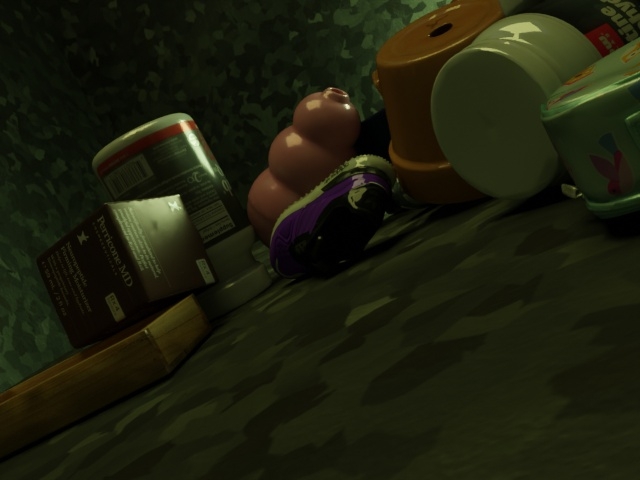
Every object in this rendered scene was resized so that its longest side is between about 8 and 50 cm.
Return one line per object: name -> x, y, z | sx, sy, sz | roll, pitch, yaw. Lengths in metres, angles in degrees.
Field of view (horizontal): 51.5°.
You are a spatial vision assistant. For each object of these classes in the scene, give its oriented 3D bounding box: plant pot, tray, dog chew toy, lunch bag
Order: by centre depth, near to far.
lunch bag -> 0.299, -0.115, 0.481 | 0.279, 0.108, 0.224 | -27, 8, 23
plant pot -> 0.210, -0.219, 0.970 | 0.291, 0.203, 0.291 | -24, 29, 14
tray -> -0.374, 0.221, 0.978 | 0.411, 0.076, 0.203 | -27, 5, 10
dog chew toy -> -0.018, -0.133, 1.291 | 0.206, 0.206, 0.332 | -37, -29, -62

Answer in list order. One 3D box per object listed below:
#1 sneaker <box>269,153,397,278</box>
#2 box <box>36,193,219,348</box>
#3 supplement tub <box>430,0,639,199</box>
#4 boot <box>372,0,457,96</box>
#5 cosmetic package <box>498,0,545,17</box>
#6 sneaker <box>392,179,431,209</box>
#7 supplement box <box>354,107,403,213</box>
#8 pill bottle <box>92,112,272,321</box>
sneaker -> -0.001, -0.001, 1.027 | 0.293, 0.102, 0.146 | -44, 25, 41
box -> -0.314, 0.048, 1.081 | 0.203, 0.168, 0.167 | -31, -8, 31
supplement tub -> 0.278, -0.177, 0.749 | 0.272, 0.191, 0.191 | -31, 5, -28
boot -> 0.194, -0.353, 1.241 | 0.220, 0.109, 0.283 | -26, 3, 7
cosmetic package -> 0.415, -0.447, 0.914 | 0.453, 0.230, 0.161 | -13, -9, -34
sneaker -> 0.245, -0.144, 1.121 | 0.283, 0.110, 0.122 | -29, 8, -11
supplement box -> 0.268, -0.226, 1.323 | 0.356, 0.195, 0.194 | -31, 6, -22
pill bottle -> -0.252, -0.037, 1.256 | 0.210, 0.363, 0.210 | -28, 5, 3
